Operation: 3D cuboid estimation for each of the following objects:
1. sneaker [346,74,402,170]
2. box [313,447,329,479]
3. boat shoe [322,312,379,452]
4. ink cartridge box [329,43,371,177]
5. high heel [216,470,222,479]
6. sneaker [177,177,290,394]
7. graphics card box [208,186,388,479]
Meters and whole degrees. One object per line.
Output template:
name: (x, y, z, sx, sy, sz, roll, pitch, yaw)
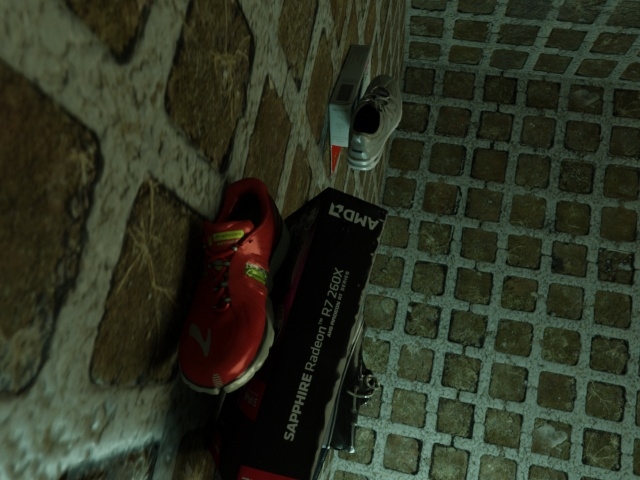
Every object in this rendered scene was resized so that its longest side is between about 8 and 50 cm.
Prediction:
sneaker: (0.133, -0.299, 1.242, 0.115, 0.105, 0.281, 83, 20, -57)
box: (-0.051, 0.557, 1.251, 0.220, 0.051, 0.175, -68, 157, 1)
boat shoe: (0.067, 0.294, 1.082, 0.113, 0.105, 0.306, -38, 141, -80)
ink cartridge box: (0.079, -0.333, 1.381, 0.238, 0.060, 0.275, 86, 16, -49)
high heel: (-0.070, 0.306, 0.887, 0.181, 0.127, 0.376, 33, 64, -70)
sneaker: (-0.107, 0.035, 0.598, 0.278, 0.108, 0.118, -84, 166, -44)
graphics card box: (-0.038, 0.132, 0.703, 0.233, 0.094, 0.370, 156, -46, -72)
